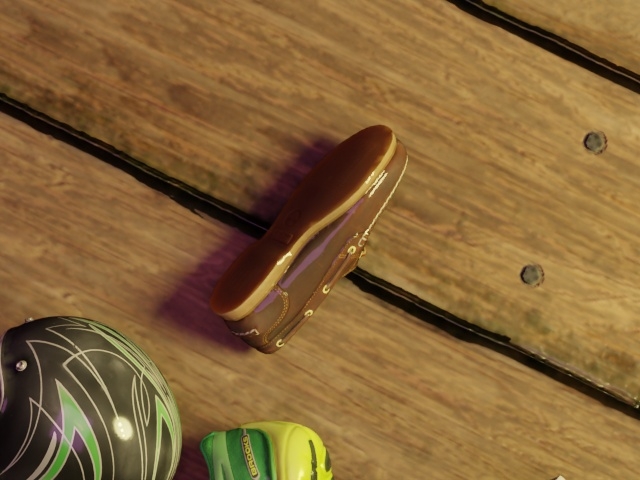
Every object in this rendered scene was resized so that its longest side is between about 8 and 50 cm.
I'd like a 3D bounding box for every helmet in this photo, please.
[{"bbox_3d":[-0.188,0.144,1.158,0.169,0.169,0.161,35,100,4],"label":"helmet"}]

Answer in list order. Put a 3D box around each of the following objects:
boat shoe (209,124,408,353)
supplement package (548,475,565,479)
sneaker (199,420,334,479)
[{"bbox_3d":[0.000,0.000,1.229,0.207,0.073,0.073,-47,123,-2],"label":"boat shoe"},{"bbox_3d":[0.183,0.351,1.104,0.177,0.175,0.293,-39,84,-25],"label":"supplement package"},{"bbox_3d":[-0.064,0.286,1.182,0.123,0.109,0.296,6,83,22],"label":"sneaker"}]
